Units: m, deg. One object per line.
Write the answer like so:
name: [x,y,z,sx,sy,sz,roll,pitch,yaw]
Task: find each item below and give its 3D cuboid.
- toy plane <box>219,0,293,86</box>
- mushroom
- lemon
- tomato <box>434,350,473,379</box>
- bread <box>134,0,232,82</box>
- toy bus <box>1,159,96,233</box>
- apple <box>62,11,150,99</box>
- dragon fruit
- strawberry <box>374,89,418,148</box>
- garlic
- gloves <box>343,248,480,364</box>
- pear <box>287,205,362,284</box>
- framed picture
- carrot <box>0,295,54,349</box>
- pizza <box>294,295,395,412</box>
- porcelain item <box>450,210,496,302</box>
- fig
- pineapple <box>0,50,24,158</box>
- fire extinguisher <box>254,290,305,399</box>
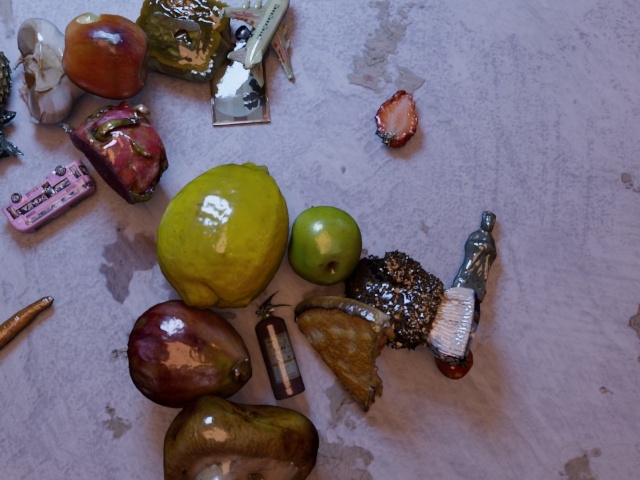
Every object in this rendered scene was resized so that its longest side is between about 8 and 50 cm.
toy plane: [-0.131,-0.482,1.518,0.229,0.092,0.244,36,60,-38]
mushroom: [-0.172,0.462,1.307,0.346,0.345,0.259,-15,45,-5]
lemon: [-0.201,-0.014,1.391,0.285,0.285,0.316,-2,84,-4]
tomato: [0.298,0.267,1.485,0.087,0.075,0.087,2,84,-23]
bread: [-0.316,-0.471,1.510,0.210,0.110,0.192,18,85,2]
toy bus: [-0.606,-0.097,1.481,0.203,0.063,0.090,-35,90,-4]
apple: [-0.454,-0.391,1.390,0.199,0.199,0.199,0,83,-3]
dragon fruit: [-0.430,-0.207,1.436,0.147,0.211,0.282,-41,69,-18]
strawberry: [0.181,-0.282,1.557,0.104,0.048,0.152,23,69,6]
garlic: [-0.598,-0.380,1.483,0.143,0.178,0.229,-15,104,-35]
gloves: [0.190,0.135,1.440,0.312,0.135,0.210,15,87,14]
pear: [0.000,0.000,1.463,0.166,0.216,0.180,-13,126,-15]
framed picture: [-0.195,-0.373,1.562,0.136,0.010,0.200,-4,83,-5]
carrot: [-0.668,0.185,1.456,0.191,0.047,0.047,-39,87,-11]
pizza: [0.084,0.224,1.406,0.074,0.251,0.287,-38,93,-35]
porcelain item: [0.368,0.035,1.525,0.081,0.069,0.215,20,78,4]
fig: [-0.276,0.247,1.390,0.263,0.224,0.224,24,83,-9]
pineapple: [-0.744,-0.297,1.481,0.125,0.125,0.251,-9,92,-4]
fire extinguisher: [-0.088,0.231,1.474,0.099,0.071,0.231,-12,82,-32]
